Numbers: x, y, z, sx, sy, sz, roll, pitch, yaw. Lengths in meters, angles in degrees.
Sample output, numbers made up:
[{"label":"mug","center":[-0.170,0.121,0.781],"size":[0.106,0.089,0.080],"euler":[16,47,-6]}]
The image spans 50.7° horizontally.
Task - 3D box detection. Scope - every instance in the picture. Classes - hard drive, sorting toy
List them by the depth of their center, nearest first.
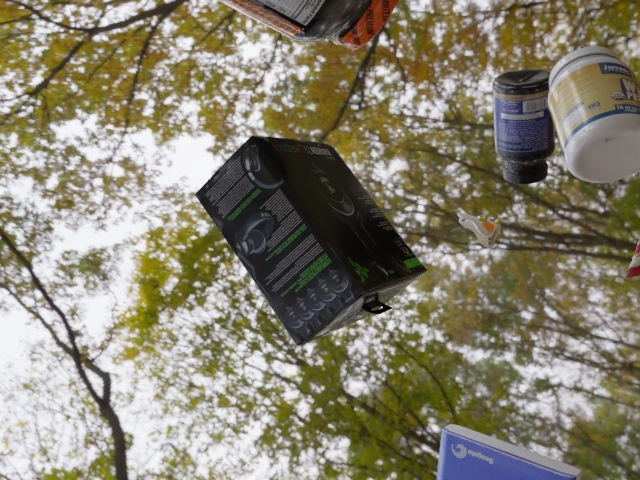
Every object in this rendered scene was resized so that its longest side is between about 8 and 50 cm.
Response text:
[{"label":"hard drive","center":[0.264,0.463,1.012],"size":[0.040,0.210,0.318],"euler":[-3,-80,-48]},{"label":"sorting toy","center":[0.284,-0.028,1.225],"size":[0.044,0.075,0.083],"euler":[-63,-19,-6]}]

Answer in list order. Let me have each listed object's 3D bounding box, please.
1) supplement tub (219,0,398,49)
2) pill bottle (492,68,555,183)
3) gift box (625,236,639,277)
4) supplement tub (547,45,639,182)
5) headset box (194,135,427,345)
[{"label":"supplement tub","center":[-0.066,-0.385,0.838],"size":[0.338,0.207,0.207],"euler":[21,-96,-24]},{"label":"pill bottle","center":[0.424,-0.234,1.404],"size":[0.123,0.123,0.219],"euler":[-36,-52,-38]},{"label":"gift box","center":[0.471,-0.003,0.631],"size":[0.276,0.255,0.258],"euler":[-61,-12,-4]},{"label":"supplement tub","center":[0.464,-0.212,1.126],"size":[0.144,0.144,0.199],"euler":[46,-147,-45]},{"label":"headset box","center":[0.000,0.000,0.992],"size":[0.131,0.283,0.246],"euler":[-42,-16,24]}]
